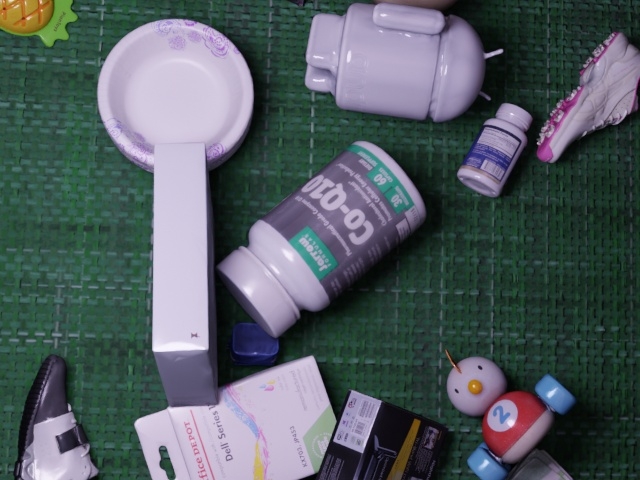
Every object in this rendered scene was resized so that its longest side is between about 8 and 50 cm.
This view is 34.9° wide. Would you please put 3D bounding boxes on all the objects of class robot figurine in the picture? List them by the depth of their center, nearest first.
[{"bbox_3d":[0.151,-0.328,1.890,0.354,0.300,0.199,7,65,3],"label":"robot figurine"}]

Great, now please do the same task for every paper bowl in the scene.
[{"bbox_3d":[-0.267,-0.259,1.911,0.284,0.148,0.284,0,84,-4],"label":"paper bowl"}]

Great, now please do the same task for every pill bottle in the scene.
[{"bbox_3d":[0.000,0.000,1.865,0.361,0.204,0.204,-41,88,-12],"label":"pill bottle"},{"bbox_3d":[0.343,-0.177,1.980,0.094,0.094,0.169,29,82,-1],"label":"pill bottle"}]

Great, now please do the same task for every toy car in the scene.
[{"bbox_3d":[0.309,0.291,1.882,0.238,0.210,0.219,42,93,13],"label":"toy car"}]

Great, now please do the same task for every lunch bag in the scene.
[{"bbox_3d":[-0.127,0.198,1.911,0.099,0.065,0.067,3,60,-5],"label":"lunch bag"}]

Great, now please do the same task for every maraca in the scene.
[{"bbox_3d":[-0.556,-0.447,1.938,0.186,0.099,0.127,25,90,-27],"label":"maraca"}]

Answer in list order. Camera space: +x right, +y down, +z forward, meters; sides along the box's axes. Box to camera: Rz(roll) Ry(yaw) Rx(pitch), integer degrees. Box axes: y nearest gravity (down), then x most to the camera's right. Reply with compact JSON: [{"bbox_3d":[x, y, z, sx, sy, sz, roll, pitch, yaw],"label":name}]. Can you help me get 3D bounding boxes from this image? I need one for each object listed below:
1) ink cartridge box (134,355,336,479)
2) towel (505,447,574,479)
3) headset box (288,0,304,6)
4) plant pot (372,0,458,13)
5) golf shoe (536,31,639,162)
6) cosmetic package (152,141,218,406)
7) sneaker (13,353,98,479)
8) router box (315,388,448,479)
[{"bbox_3d":[-0.149,0.363,1.863,0.354,0.119,0.207,-19,86,-7],"label":"ink cartridge box"},{"bbox_3d":[0.445,0.577,1.910,0.325,0.038,0.248,41,87,-5],"label":"towel"},{"bbox_3d":[-0.058,-0.493,1.999,0.083,0.062,0.032,24,83,-2],"label":"headset box"},{"bbox_3d":[0.181,-0.531,1.941,0.284,0.190,0.284,3,44,-3],"label":"plant pot"},{"bbox_3d":[0.545,-0.262,2.001,0.140,0.115,0.306,37,83,-3],"label":"golf shoe"},{"bbox_3d":[-0.230,0.063,1.754,0.098,0.284,0.377,-1,63,-6],"label":"cosmetic package"},{"bbox_3d":[-0.473,0.375,1.849,0.146,0.122,0.330,10,81,-22],"label":"sneaker"},{"bbox_3d":[0.092,0.443,1.820,0.081,0.243,0.308,14,79,40],"label":"router box"}]
